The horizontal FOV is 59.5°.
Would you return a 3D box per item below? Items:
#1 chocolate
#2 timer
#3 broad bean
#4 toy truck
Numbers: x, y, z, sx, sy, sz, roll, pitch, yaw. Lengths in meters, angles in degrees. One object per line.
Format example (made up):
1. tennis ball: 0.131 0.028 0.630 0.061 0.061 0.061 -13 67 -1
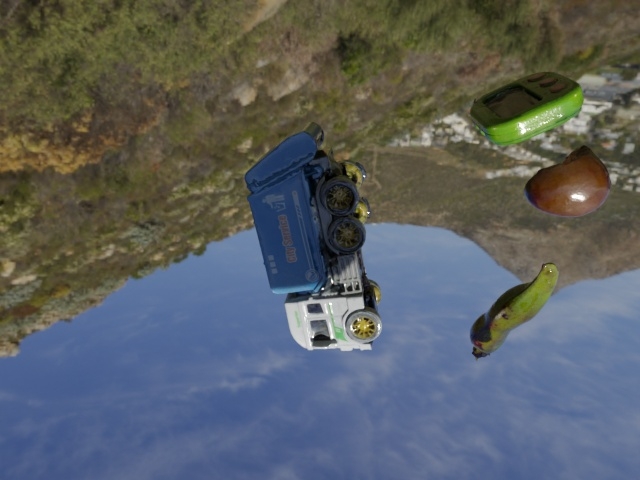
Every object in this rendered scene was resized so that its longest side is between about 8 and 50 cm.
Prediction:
1. chocolate: 0.430 -0.098 0.992 0.133 0.124 0.127 -29 -139 8
2. timer: 0.272 -0.177 0.750 0.127 0.047 0.140 -24 -155 10
3. broad bean: 0.323 0.138 0.988 0.077 0.062 0.339 -6 150 -14
4. toy truck: 0.000 0.000 0.907 0.175 0.368 0.146 -9 -163 11
